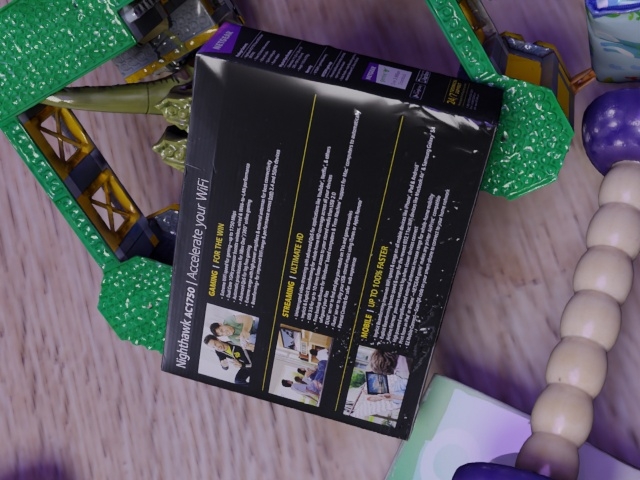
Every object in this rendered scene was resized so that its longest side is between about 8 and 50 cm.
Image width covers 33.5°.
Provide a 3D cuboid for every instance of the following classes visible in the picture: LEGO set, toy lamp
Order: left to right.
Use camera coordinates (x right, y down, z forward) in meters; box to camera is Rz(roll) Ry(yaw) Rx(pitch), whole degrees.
[{"bbox_3d":[-0.020,-0.108,0.590,0.331,0.192,0.255,-33,106,27],"label":"LEGO set"},{"bbox_3d":[0.124,0.057,0.512,0.080,0.080,0.274,15,64,19],"label":"toy lamp"}]

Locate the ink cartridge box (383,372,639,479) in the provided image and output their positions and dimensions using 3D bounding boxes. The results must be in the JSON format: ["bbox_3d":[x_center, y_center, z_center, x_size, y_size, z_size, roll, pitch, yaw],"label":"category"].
[{"bbox_3d":[0.123,0.196,0.541,0.225,0.056,0.181,24,88,22],"label":"ink cartridge box"}]

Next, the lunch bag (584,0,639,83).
[{"bbox_3d":[0.209,-0.135,0.534,0.151,0.129,0.096,-6,82,14],"label":"lunch bag"}]

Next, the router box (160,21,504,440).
[{"bbox_3d":[0.000,0.000,0.505,0.133,0.046,0.179,15,121,6],"label":"router box"}]
